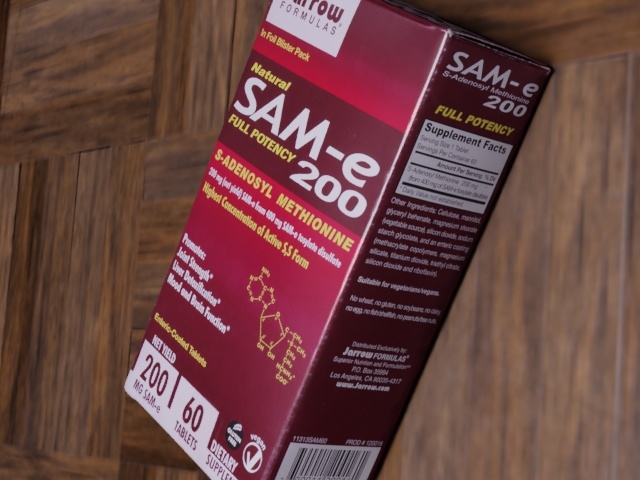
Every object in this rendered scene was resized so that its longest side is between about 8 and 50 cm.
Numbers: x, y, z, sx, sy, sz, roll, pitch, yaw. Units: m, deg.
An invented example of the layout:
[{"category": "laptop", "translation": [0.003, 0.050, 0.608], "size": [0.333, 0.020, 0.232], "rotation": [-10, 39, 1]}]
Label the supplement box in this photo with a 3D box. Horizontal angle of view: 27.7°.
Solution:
[{"category": "supplement box", "translation": [0.000, 0.000, 0.626], "size": [0.130, 0.073, 0.239], "rotation": [35, 107, 46]}]
